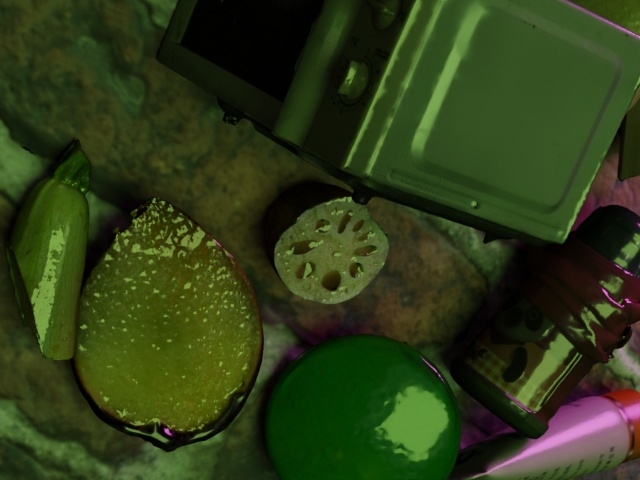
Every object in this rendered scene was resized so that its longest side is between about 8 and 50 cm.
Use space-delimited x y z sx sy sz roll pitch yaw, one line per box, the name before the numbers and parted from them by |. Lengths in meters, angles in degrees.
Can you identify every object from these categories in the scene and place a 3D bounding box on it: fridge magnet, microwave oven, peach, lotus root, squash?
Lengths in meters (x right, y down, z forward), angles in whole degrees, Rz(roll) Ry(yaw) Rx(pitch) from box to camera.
fridge magnet | 0.045 0.198 1.607 0.208 0.088 0.208 1 100 4
microwave oven | 0.059 -0.153 1.343 0.286 0.355 0.218 19 99 -36
peach | -0.156 0.075 1.484 0.189 0.068 0.279 -11 117 -19
lotus root | -0.002 0.002 1.538 0.112 0.081 0.122 -41 125 -8
squash | -0.251 0.004 1.396 0.075 0.090 0.200 7 93 -1

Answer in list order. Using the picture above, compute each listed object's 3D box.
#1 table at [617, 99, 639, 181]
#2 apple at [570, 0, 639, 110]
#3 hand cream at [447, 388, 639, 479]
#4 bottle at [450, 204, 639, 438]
table | 0.387 -0.179 1.658 0.167 0.167 0.226 -16 121 -26
apple | 0.254 -0.204 1.533 0.193 0.120 0.265 41 122 0
hand cream | 0.252 0.249 1.783 0.314 0.140 0.089 -12 86 -35
bottle | 0.268 0.079 1.703 0.156 0.143 0.271 38 91 8
